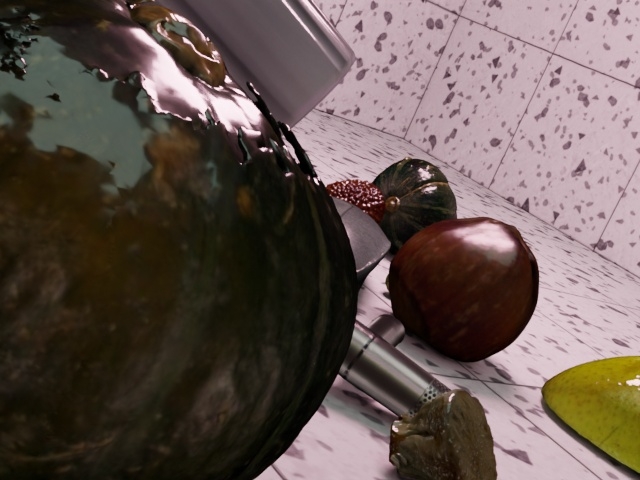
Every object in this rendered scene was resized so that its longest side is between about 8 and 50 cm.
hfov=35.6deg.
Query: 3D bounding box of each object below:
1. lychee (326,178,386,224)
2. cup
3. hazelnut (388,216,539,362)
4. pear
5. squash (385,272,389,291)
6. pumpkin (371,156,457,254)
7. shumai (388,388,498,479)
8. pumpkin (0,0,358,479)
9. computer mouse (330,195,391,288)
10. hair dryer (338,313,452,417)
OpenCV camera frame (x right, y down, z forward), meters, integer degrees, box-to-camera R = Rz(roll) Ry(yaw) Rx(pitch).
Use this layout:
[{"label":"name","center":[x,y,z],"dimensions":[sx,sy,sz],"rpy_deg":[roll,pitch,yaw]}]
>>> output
[{"label":"lychee","center":[0.054,-0.053,1.791],"dimensions":[0.129,0.123,0.123],"rpy_deg":[-14,18,-2]},{"label":"cup","center":[-0.084,-0.196,0.912],"dimensions":[0.202,0.167,0.221],"rpy_deg":[48,14,-11]},{"label":"hazelnut","center":[0.202,0.055,1.432],"dimensions":[0.218,0.218,0.234],"rpy_deg":[17,17,-27]},{"label":"pear","center":[0.433,0.218,1.382],"dimensions":[0.239,0.139,0.288],"rpy_deg":[20,9,23]},{"label":"squash","center":[0.208,0.079,1.647],"dimensions":[0.258,0.069,0.069],"rpy_deg":[14,16,-36]},{"label":"pumpkin","center":[0.169,-0.056,1.857],"dimensions":[0.146,0.190,0.190],"rpy_deg":[25,10,-40]},{"label":"shumai","center":[0.116,0.208,0.979],"dimensions":[0.087,0.124,0.099],"rpy_deg":[-13,18,29]},{"label":"pumpkin","center":[-0.185,-0.008,0.696],"dimensions":[0.454,0.344,0.454],"rpy_deg":[32,7,-4]},{"label":"computer mouse","center":[0.000,-0.004,1.508],"dimensions":[0.203,0.114,0.374],"rpy_deg":[26,14,6]},{"label":"hair dryer","center":[-0.001,0.107,1.203],"dimensions":[0.320,0.156,0.284],"rpy_deg":[37,-7,-1]}]
